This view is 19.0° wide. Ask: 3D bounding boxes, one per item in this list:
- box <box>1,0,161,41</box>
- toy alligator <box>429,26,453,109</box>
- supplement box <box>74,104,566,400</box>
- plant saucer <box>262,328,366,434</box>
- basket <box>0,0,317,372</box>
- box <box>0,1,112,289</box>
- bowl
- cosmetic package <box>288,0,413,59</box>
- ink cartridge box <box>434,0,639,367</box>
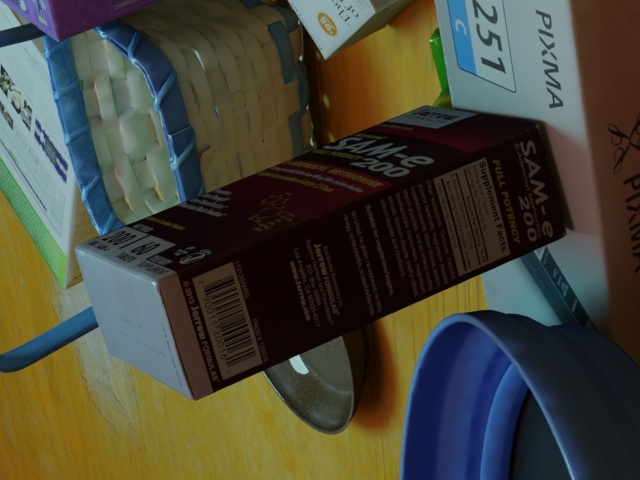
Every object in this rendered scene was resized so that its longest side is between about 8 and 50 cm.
[{"bbox_3d":[-0.173,-0.247,1.384,0.293,0.201,0.057,36,143,48],"label":"box"},{"bbox_3d":[0.097,-0.094,1.173,0.051,0.056,0.190,1,122,17],"label":"toy alligator"},{"bbox_3d":[0.000,0.000,1.064,0.130,0.239,0.073,17,126,62],"label":"supplement box"},{"bbox_3d":[-0.016,0.062,1.565,0.198,0.036,0.198,46,151,35],"label":"plant saucer"},{"bbox_3d":[-0.149,-0.058,1.405,0.201,0.289,0.255,30,136,44],"label":"basket"},{"bbox_3d":[-0.282,-0.126,1.904,0.232,0.058,0.322,55,153,21],"label":"box"},{"bbox_3d":[0.134,0.231,1.072,0.391,0.077,0.391,174,90,-77],"label":"bowl"},{"bbox_3d":[-0.025,-0.242,1.232,0.239,0.060,0.099,57,158,1],"label":"cosmetic package"},{"bbox_3d":[0.174,-0.029,1.055,0.261,0.066,0.296,31,140,53],"label":"ink cartridge box"}]
